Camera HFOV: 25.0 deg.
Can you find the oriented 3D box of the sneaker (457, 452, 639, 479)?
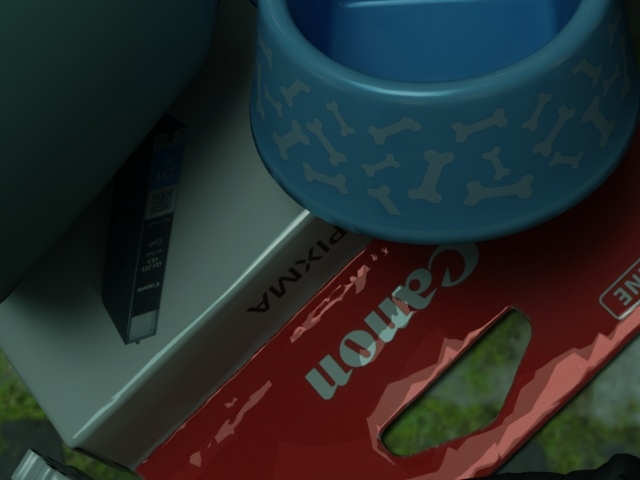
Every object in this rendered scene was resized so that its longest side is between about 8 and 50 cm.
[{"bbox_3d":[0.069,0.224,0.550,0.130,0.109,0.286,-5,61,32],"label":"sneaker"}]

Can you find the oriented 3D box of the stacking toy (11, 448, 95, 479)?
[{"bbox_3d":[-0.221,0.149,0.718,0.221,0.052,0.167,28,83,30],"label":"stacking toy"}]

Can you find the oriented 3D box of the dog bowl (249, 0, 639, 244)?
[{"bbox_3d":[0.050,-0.139,0.621,0.166,0.074,0.297,-2,54,7],"label":"dog bowl"}]

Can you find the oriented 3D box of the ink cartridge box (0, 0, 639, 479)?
[{"bbox_3d":[0.000,0.000,0.674,0.296,0.066,0.261,-45,59,2],"label":"ink cartridge box"}]

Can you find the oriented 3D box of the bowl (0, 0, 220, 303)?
[{"bbox_3d":[-0.155,-0.146,0.622,0.163,0.311,0.311,-33,59,-13],"label":"bowl"}]
